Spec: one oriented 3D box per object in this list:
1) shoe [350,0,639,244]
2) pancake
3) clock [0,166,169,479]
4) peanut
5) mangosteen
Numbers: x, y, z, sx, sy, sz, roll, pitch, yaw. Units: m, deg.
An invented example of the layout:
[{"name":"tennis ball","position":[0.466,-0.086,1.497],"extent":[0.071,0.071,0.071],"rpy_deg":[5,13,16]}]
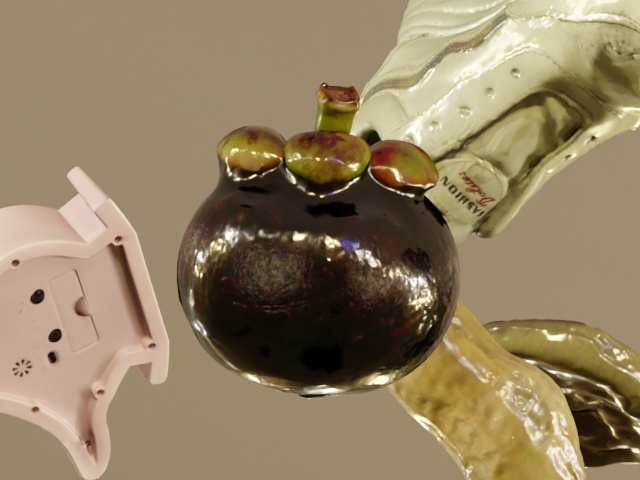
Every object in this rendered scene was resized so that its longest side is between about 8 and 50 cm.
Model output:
[{"name":"shoe","position":[0.130,-0.083,1.247],"extent":[0.132,0.210,0.342],"rpy_deg":[39,-18,-24]},{"name":"pancake","position":[0.239,0.167,2.000],"extent":[0.294,0.049,0.294],"rpy_deg":[12,-30,7]},{"name":"clock","position":[-0.277,0.110,1.808],"extent":[0.275,0.080,0.290],"rpy_deg":[-29,-50,-14]},{"name":"peanut","position":[0.115,0.117,1.396],"extent":[0.214,0.099,0.099],"rpy_deg":[45,-40,6]},{"name":"mangosteen","position":[0.000,0.000,0.932],"extent":[0.137,0.151,0.137],"rpy_deg":[4,6,0]}]
